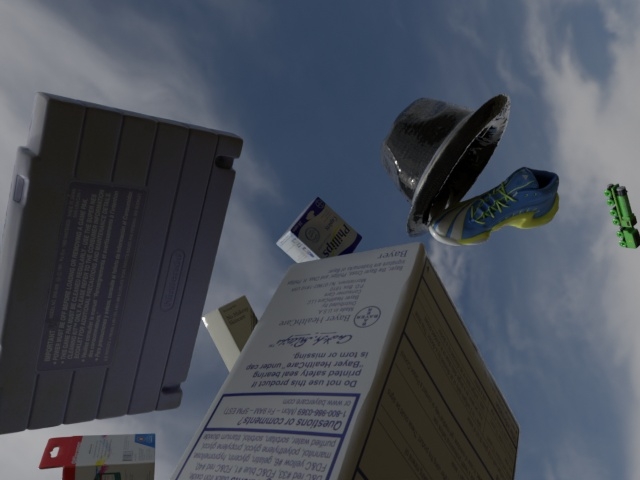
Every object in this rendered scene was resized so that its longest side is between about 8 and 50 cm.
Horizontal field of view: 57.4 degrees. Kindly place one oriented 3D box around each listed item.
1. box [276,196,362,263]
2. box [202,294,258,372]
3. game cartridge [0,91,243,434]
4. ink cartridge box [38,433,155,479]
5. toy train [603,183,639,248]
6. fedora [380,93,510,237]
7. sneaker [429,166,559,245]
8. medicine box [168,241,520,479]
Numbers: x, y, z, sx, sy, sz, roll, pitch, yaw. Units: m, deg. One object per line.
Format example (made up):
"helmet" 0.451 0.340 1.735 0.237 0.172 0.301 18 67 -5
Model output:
"box" 0.000 0.000 1.248 0.137 0.072 0.126 42 -129 -7
"box" -0.209 0.303 1.634 0.113 0.094 0.275 -28 -91 -47
"game cartridge" -0.230 0.034 0.648 0.230 0.068 0.355 7 -75 -39
"ink cartridge box" -0.483 0.492 1.281 0.231 0.134 0.078 3 -81 -16
"toy train" 0.343 -0.027 0.660 0.017 0.024 0.083 -34 -70 -22
"fedora" 0.206 -0.161 1.075 0.334 0.152 0.334 -47 -19 -21
"sneaker" 0.306 -0.071 1.017 0.240 0.091 0.126 -14 -40 -11
"medicine box" 0.040 0.196 0.488 0.263 0.149 0.289 58 -140 -28
